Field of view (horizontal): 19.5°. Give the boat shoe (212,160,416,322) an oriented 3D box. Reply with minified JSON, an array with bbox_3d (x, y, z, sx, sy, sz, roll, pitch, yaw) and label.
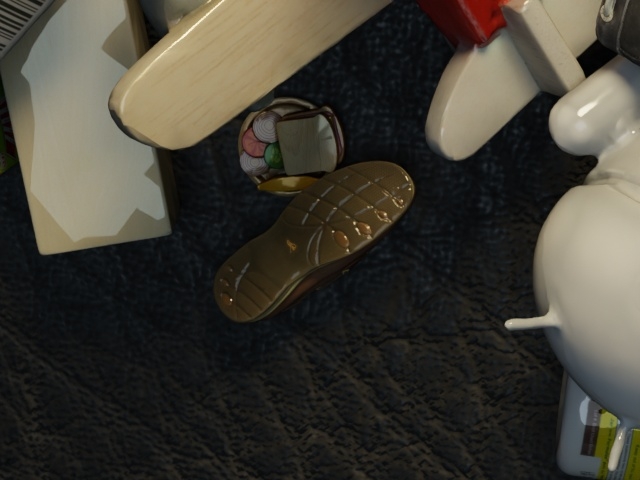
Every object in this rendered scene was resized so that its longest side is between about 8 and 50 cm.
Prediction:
[{"bbox_3d":[0.000,0.001,1.407,0.178,0.060,0.064,-36,72,17],"label":"boat shoe"}]

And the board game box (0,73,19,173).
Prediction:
[{"bbox_3d":[-0.268,-0.138,1.387,0.043,0.092,0.181,-7,103,9],"label":"board game box"}]

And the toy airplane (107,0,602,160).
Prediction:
[{"bbox_3d":[0.050,-0.246,1.239,0.272,0.386,0.384,37,121,38],"label":"toy airplane"}]

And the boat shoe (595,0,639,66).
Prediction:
[{"bbox_3d":[0.245,-0.246,1.154,0.102,0.108,0.301,32,123,33],"label":"boat shoe"}]

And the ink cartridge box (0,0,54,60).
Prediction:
[{"bbox_3d":[-0.341,-0.238,1.317,0.308,0.091,0.385,-46,54,16],"label":"ink cartridge box"}]

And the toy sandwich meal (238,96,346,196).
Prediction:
[{"bbox_3d":[-0.022,-0.069,1.405,0.085,0.029,0.086,2,105,7],"label":"toy sandwich meal"}]

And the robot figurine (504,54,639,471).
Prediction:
[{"bbox_3d":[0.286,-0.004,1.255,0.353,0.200,0.300,-39,89,-14],"label":"robot figurine"}]

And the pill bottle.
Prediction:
[{"bbox_3d":[0.285,0.128,1.370,0.215,0.117,0.117,8,105,6],"label":"pill bottle"}]

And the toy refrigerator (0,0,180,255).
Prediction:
[{"bbox_3d":[-0.180,-0.135,1.379,0.102,0.094,0.269,-10,104,3],"label":"toy refrigerator"}]
